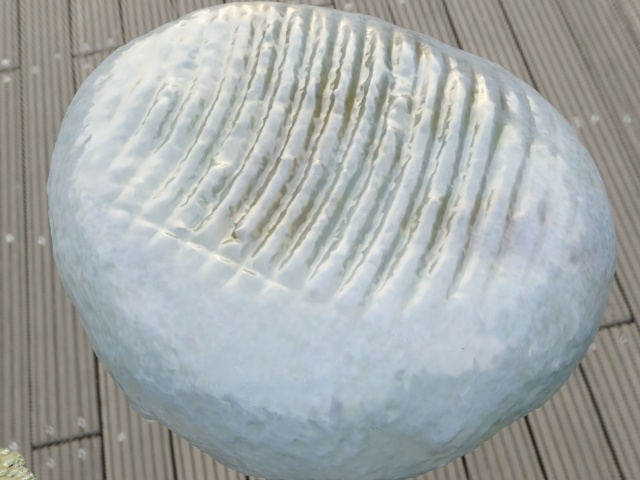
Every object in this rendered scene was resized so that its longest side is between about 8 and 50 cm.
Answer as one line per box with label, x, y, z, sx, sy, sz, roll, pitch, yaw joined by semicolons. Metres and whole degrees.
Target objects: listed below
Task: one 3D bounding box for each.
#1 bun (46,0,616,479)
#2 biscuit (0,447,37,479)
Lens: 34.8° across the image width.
bun;0.000;0.000;0.666;0.361;0.211;0.362;4;53;-6
biscuit;-0.414;0.315;1.194;0.144;0.016;0.203;-7;29;37
